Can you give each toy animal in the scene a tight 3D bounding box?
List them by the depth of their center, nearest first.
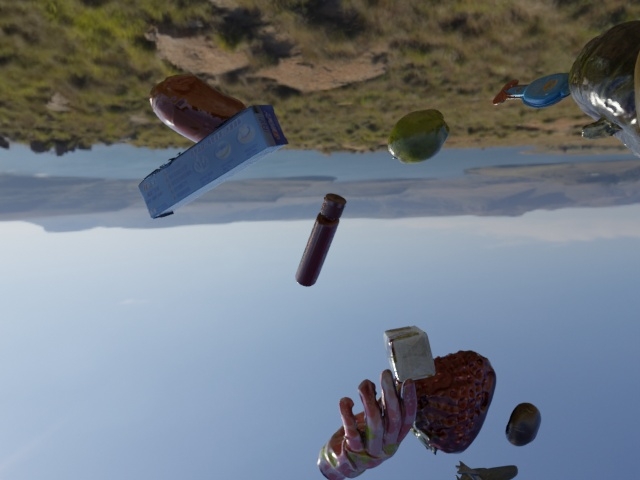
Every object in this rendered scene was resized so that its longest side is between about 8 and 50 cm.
[{"bbox_3d":[0.354,0.604,1.135,0.256,0.176,0.239,9,-143,42],"label":"toy animal"}]

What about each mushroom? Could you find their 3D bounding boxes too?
[{"bbox_3d":[0.620,0.563,1.463,0.080,0.135,0.170,36,176,41],"label":"mushroom"}]

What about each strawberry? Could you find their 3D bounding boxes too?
[{"bbox_3d":[0.422,0.510,1.616,0.345,0.317,0.295,-42,175,-12],"label":"strawberry"}]

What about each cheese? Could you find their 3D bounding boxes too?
[{"bbox_3d":[0.515,-0.362,1.171,0.037,0.106,0.256,41,180,-23],"label":"cheese"}]

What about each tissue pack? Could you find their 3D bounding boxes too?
[{"bbox_3d":[0.214,0.275,1.188,0.099,0.105,0.148,-11,176,1],"label":"tissue pack"}]

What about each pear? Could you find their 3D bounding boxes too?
[{"bbox_3d":[0.203,-0.214,1.006,0.131,0.107,0.107,-34,172,21],"label":"pear"}]

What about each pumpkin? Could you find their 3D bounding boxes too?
[{"bbox_3d":[0.537,-0.238,0.823,0.189,0.260,0.260,-44,170,18],"label":"pumpkin"}]

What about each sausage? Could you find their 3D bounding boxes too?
[{"bbox_3d":[-0.253,-0.275,1.073,0.133,0.133,0.258,1,166,44],"label":"sausage"}]

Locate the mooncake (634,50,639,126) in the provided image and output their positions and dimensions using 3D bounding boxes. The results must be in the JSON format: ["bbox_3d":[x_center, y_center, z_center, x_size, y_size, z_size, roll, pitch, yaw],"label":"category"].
[{"bbox_3d":[0.449,-0.183,0.474,0.235,0.234,0.117,0,166,36],"label":"mooncake"}]

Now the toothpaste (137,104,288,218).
[{"bbox_3d":[-0.170,-0.112,0.724,0.272,0.066,0.053,-23,-178,33],"label":"toothpaste"}]

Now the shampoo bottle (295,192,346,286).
[{"bbox_3d":[-0.001,0.000,1.565,0.076,0.314,0.118,25,-153,8],"label":"shampoo bottle"}]

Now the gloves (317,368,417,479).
[{"bbox_3d":[0.096,0.338,0.871,0.145,0.126,0.241,14,131,-38],"label":"gloves"}]
